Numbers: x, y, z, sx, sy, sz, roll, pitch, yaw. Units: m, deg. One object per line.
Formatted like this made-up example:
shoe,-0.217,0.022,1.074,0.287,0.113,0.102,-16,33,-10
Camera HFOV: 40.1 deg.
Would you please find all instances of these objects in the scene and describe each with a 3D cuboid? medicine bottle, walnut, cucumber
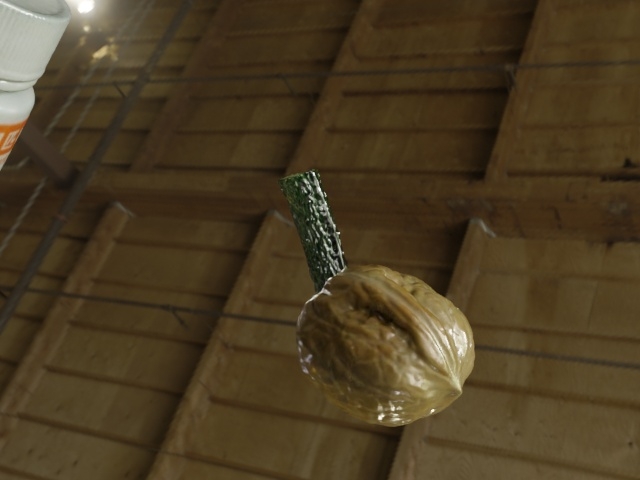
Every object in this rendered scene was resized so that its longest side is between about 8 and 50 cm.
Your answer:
medicine bottle,-0.316,-0.112,0.712,0.252,0.144,0.144,-57,-138,20
walnut,0.067,0.106,0.878,0.184,0.155,0.155,30,-108,31
cucumber,0.001,0.000,1.126,0.058,0.187,0.058,-17,-168,4
